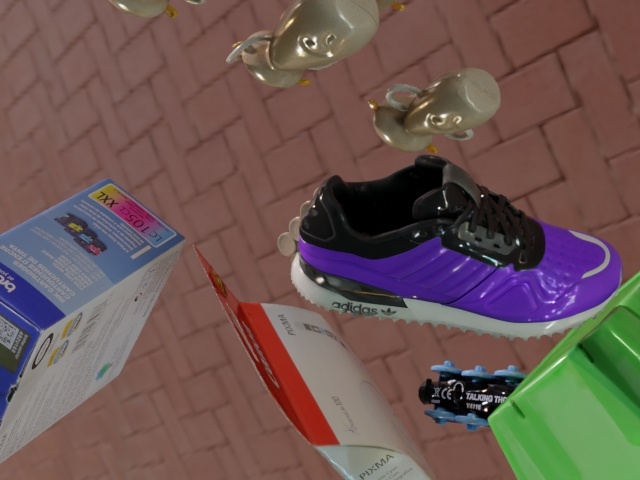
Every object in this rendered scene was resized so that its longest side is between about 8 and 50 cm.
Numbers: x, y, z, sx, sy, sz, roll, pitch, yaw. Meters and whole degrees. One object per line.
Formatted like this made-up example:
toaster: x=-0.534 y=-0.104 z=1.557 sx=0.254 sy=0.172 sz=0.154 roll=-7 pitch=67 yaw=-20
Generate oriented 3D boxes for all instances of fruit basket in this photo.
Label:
fruit basket: x=0.376 y=0.225 z=1.305 sx=0.283 sy=0.392 sz=0.392 roll=-46 pitch=71 yaw=33

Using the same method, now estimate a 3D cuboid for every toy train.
toy train: x=0.204 y=0.191 z=1.561 sx=0.184 sy=0.105 sz=0.080 roll=-1 pitch=75 yaw=46

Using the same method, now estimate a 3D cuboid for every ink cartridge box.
ink cartridge box: x=0.001 y=0.179 z=1.739 sx=0.385 sy=0.091 sz=0.308 roll=53 pitch=-177 yaw=-41
ink cartridge box: x=-0.363 y=0.116 z=1.637 sx=0.151 sy=0.395 sz=0.270 roll=34 pitch=120 yaw=9

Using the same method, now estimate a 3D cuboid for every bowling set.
bowling set: x=0.012 y=-0.199 z=0.934 sx=0.287 sy=0.199 sz=0.154 roll=31 pitch=160 yaw=-19

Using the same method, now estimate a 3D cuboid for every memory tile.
memory tile: x=0.000 y=0.000 z=1.940 sx=0.113 sy=0.012 sz=0.148 roll=52 pitch=130 yaw=15

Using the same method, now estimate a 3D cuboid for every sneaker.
sneaker: x=0.124 y=-0.002 z=1.135 sx=0.102 sy=0.293 sz=0.146 roll=-90 pitch=4 yaw=-47
